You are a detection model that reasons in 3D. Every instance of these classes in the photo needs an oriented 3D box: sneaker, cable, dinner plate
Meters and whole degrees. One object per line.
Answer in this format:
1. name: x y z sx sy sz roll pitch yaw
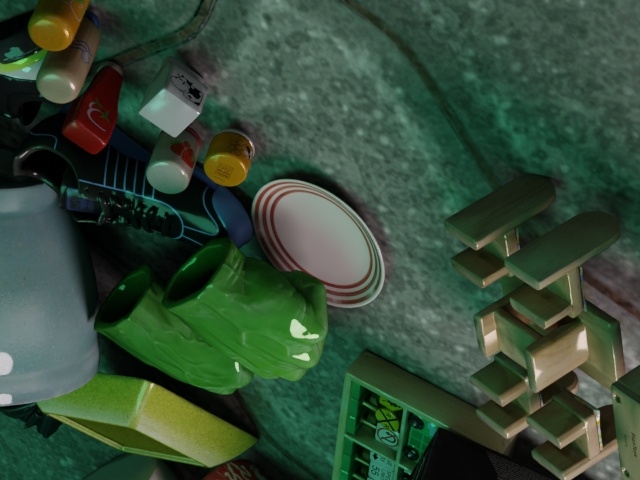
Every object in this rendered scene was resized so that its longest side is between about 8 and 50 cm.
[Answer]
1. sneaker: -0.176 -0.040 1.748 0.232 0.090 0.081 30 141 19
2. cable: -0.332 0.135 2.101 0.150 0.047 0.184 41 145 9
3. sneaker: -0.311 -0.141 1.777 0.234 0.084 0.097 -8 122 45
4. dinner plate: 0.000 0.000 1.697 0.141 0.017 0.141 23 137 23

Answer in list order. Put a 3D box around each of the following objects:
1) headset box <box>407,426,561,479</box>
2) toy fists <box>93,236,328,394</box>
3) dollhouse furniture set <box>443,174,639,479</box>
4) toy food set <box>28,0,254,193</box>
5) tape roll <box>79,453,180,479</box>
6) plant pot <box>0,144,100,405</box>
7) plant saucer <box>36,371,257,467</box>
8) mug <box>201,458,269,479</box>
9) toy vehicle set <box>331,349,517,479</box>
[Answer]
1. headset box: 0.146 0.330 1.757 0.218 0.110 0.293 23 137 0
2. toy fists: -0.090 0.073 1.755 0.142 0.096 0.279 38 152 -20
3. dollhouse furniture set: 0.239 0.074 1.499 0.242 0.161 0.212 36 148 46
4. toy food set: -0.160 -0.138 1.667 0.232 0.104 0.111 34 131 -18
5. tape roll: -0.220 0.366 2.055 0.169 0.246 0.246 52 141 -13
6. plant pot: -0.349 0.015 1.834 0.293 0.293 0.196 18 110 28
7. plant saucer: -0.191 0.183 1.943 0.188 0.045 0.188 5 160 39
8. mug: -0.054 0.322 1.958 0.169 0.113 0.150 47 169 28
9. toy vehicle set: 0.092 0.236 1.827 0.166 0.035 0.267 26 140 19
